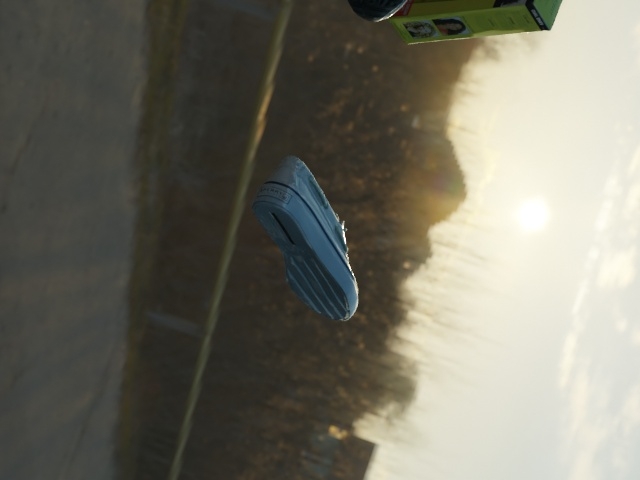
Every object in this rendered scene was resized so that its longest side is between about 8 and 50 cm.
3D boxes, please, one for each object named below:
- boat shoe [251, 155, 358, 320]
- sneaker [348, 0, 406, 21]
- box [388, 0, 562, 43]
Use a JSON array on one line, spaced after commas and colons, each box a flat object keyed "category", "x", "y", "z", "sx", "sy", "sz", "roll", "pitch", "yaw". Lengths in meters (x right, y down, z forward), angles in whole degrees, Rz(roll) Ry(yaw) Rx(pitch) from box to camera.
[{"category": "boat shoe", "x": 0.000, "y": 0.000, "z": 1.397, "sx": 0.075, "sy": 0.083, "sz": 0.226, "roll": -62, "pitch": 149, "yaw": -27}, {"category": "sneaker", "x": 0.112, "y": -0.395, "z": 1.544, "sx": 0.130, "sy": 0.109, "sz": 0.286, "roll": 6, "pitch": 106, "yaw": -77}, {"category": "box", "x": 0.208, "y": -0.318, "z": 1.719, "sx": 0.058, "sy": 0.232, "sz": 0.087, "roll": 46, "pitch": 59, "yaw": -40}]
